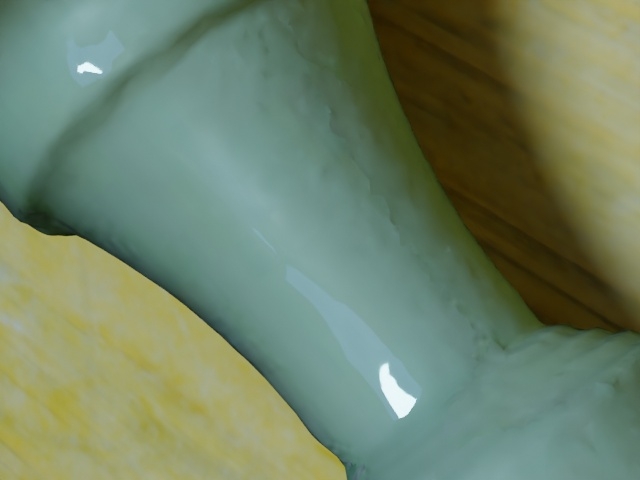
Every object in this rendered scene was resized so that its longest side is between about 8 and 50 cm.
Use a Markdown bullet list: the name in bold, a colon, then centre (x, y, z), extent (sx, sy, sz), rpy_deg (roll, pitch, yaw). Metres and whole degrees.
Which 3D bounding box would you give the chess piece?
- **chess piece**: centre (0.000, 0.000, 0.475), extent (0.299, 0.194, 0.194), rpy_deg (51, 120, 12)
